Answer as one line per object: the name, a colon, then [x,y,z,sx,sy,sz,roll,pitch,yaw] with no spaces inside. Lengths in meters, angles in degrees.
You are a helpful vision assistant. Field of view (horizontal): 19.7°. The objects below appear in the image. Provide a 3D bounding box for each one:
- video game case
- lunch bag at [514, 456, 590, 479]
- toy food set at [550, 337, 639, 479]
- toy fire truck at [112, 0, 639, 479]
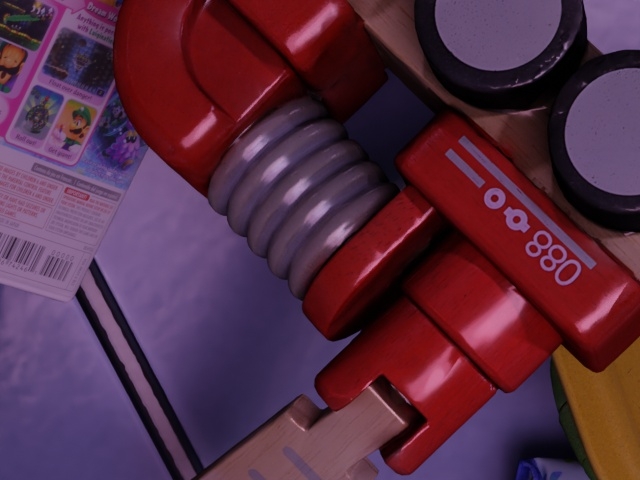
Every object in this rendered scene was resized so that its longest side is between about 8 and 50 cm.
video game case: [-0.121,-0.058,0.690,0.157,0.019,0.143,22,97,-49]
lunch bag: [0.143,0.174,0.806,0.129,0.096,0.151,2,129,-6]
toy food set: [0.145,0.040,0.756,0.128,0.071,0.218,-10,67,-14]
toy fire truck: [0.000,0.000,0.683,0.246,0.158,0.217,-45,74,-1]
